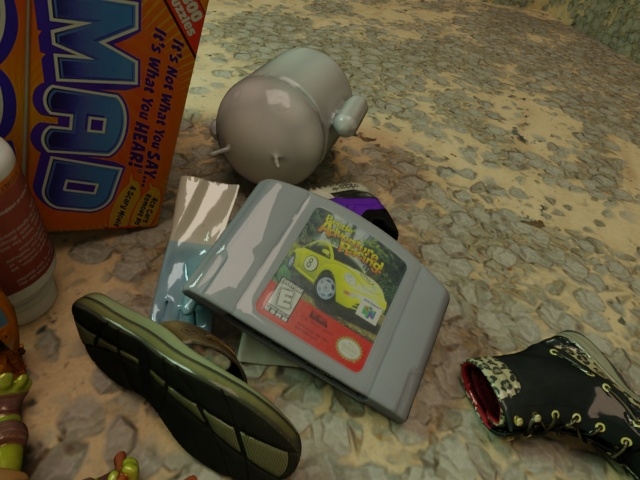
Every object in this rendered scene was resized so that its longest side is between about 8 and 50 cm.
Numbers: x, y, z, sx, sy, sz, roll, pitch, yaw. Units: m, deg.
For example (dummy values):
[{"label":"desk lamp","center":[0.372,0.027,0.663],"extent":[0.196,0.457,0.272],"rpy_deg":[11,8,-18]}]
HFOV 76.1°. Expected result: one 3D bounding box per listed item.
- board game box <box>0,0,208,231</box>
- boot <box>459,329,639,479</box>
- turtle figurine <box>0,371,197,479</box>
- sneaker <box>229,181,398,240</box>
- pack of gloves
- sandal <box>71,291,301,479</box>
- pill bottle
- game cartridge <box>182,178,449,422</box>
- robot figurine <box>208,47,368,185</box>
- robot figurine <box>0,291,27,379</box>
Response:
[{"label":"board game box","center":[-0.418,-0.257,0.543],"extent":[0.356,0.356,0.357],"rpy_deg":[-5,42,-41]},{"label":"boot","center":[0.288,0.215,0.465],"extent":[0.178,0.085,0.236],"rpy_deg":[-5,39,-15]},{"label":"turtle figurine","center":[-0.262,0.214,0.342],"extent":[0.269,0.087,0.217],"rpy_deg":[-7,38,-48]},{"label":"sneaker","center":[0.000,-0.001,0.613],"extent":[0.293,0.102,0.146],"rpy_deg":[-19,52,-29]},{"label":"pack of gloves","center":[-0.104,0.031,0.515],"extent":[0.194,0.046,0.232],"rpy_deg":[8,74,-5]},{"label":"sandal","center":[-0.141,0.133,0.437],"extent":[0.302,0.120,0.086],"rpy_deg":[30,32,19]},{"label":"pill bottle","center":[-0.371,-0.002,0.447],"extent":[0.121,0.216,0.121],"rpy_deg":[6,43,-5]},{"label":"game cartridge","center":[0.013,0.058,0.500],"extent":[0.294,0.060,0.196],"rpy_deg":[32,59,-5]},{"label":"robot figurine","center":[-0.060,-0.231,0.770],"extent":[0.299,0.200,0.354],"rpy_deg":[2,38,25]},{"label":"robot figurine","center":[-0.368,0.056,0.332],"extent":[0.211,0.291,0.085],"rpy_deg":[-22,52,-30]}]
